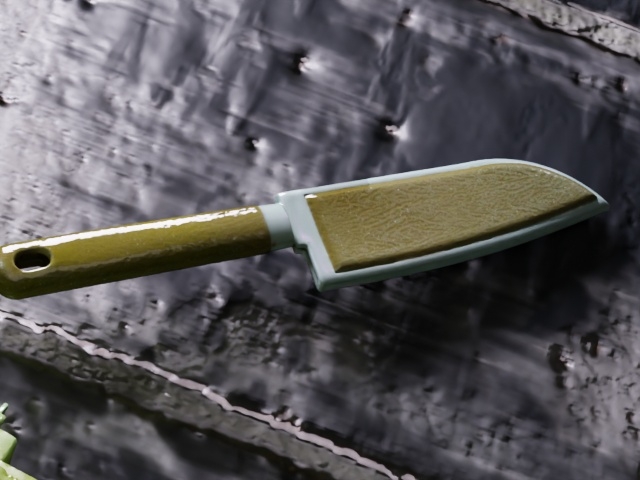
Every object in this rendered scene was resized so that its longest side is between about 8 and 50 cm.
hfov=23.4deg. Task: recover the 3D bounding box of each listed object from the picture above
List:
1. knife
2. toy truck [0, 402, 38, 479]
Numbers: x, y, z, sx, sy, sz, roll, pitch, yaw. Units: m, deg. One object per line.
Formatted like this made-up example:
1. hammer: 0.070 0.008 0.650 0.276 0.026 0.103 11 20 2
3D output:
1. knife: 0.000 0.001 0.811 0.343 0.027 0.061 -11 60 -22
2. toy truck: -0.171 0.122 0.666 0.260 0.128 0.135 24 33 3
